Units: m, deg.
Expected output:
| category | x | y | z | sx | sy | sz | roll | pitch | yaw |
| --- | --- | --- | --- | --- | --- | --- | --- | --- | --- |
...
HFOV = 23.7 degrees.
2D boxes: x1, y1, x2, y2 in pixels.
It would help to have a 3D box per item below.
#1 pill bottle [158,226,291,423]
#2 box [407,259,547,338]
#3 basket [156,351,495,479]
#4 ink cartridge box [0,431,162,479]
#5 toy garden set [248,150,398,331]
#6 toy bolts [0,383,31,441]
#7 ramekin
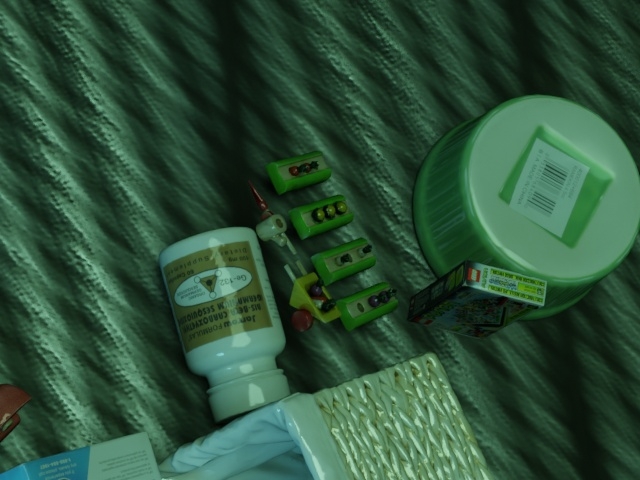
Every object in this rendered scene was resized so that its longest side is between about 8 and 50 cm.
| category | x | y | z | sx | sy | sz | roll | pitch | yaw |
| --- | --- | --- | --- | --- | --- | --- | --- | --- | --- |
| pill bottle | -0.116 | 0.108 | 1.931 | 0.131 | 0.131 | 0.229 | -13 | 79 | -20 |
| box | 0.202 | 0.080 | 1.999 | 0.114 | 0.207 | 0.036 | 14 | 71 | -12 |
| basket | 0.018 | 0.339 | 1.782 | 0.266 | 0.328 | 0.331 | -19 | 80 | -44 |
| ink cartridge box | -0.283 | 0.387 | 1.728 | 0.198 | 0.197 | 0.270 | -7 | 75 | -52 |
| toy garden set | 0.000 | 0.000 | 1.989 | 0.204 | 0.049 | 0.244 | -19 | 80 | -53 |
| toy bolts | -0.462 | 0.197 | 1.773 | 0.158 | 0.218 | 0.228 | 42 | 49 | 4 |
| ramekin | 0.293 | -0.052 | 2.096 | 0.303 | 0.148 | 0.303 | 5 | 74 | -16 |
